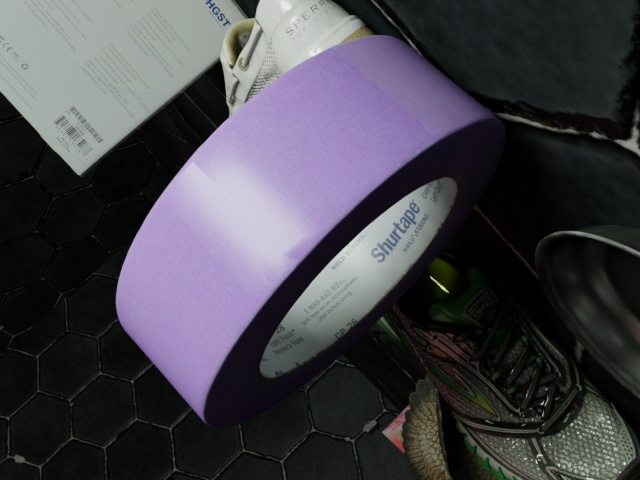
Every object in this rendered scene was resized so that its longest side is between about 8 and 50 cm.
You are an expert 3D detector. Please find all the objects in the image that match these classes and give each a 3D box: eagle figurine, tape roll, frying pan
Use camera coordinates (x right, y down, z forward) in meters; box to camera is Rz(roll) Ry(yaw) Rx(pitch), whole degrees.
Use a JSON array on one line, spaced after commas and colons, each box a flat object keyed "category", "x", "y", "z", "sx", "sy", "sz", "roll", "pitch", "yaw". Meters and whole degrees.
[{"category": "eagle figurine", "x": 0.217, "y": 0.310, "z": 1.115, "sx": 0.298, "sy": 0.226, "sz": 0.225, "roll": 46, "pitch": -158, "yaw": 18}, {"category": "tape roll", "x": 0.000, "y": 0.000, "z": 0.534, "sx": 0.090, "sy": 0.275, "sz": 0.275, "roll": 44, "pitch": 171, "yaw": 18}, {"category": "frying pan", "x": 0.214, "y": 0.038, "z": 0.428, "sx": 0.197, "sy": 0.053, "sz": 0.326, "roll": 44, "pitch": 169, "yaw": 18}]

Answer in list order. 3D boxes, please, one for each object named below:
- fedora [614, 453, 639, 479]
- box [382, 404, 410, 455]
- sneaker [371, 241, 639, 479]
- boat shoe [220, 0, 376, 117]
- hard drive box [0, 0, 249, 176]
[{"category": "fedora", "x": 0.228, "y": 0.275, "z": 0.528, "sx": 0.153, "sy": 0.333, "sz": 0.334, "roll": 9, "pitch": -179, "yaw": -16}, {"category": "box", "x": 0.264, "y": 0.398, "z": 1.416, "sx": 0.142, "sy": 0.154, "sz": 0.300, "roll": 51, "pitch": 169, "yaw": -23}, {"category": "sneaker", "x": 0.160, "y": 0.115, "z": 0.750, "sx": 0.343, "sy": 0.134, "sz": 0.146, "roll": 42, "pitch": 165, "yaw": 21}, {"category": "boat shoe", "x": -0.039, "y": -0.150, "z": 0.669, "sx": 0.096, "sy": 0.098, "sz": 0.277, "roll": 49, "pitch": 162, "yaw": -6}, {"category": "hard drive box", "x": -0.214, "y": -0.206, "z": 0.778, "sx": 0.181, "sy": 0.232, "sz": 0.089, "roll": 51, "pitch": 171, "yaw": -18}]
